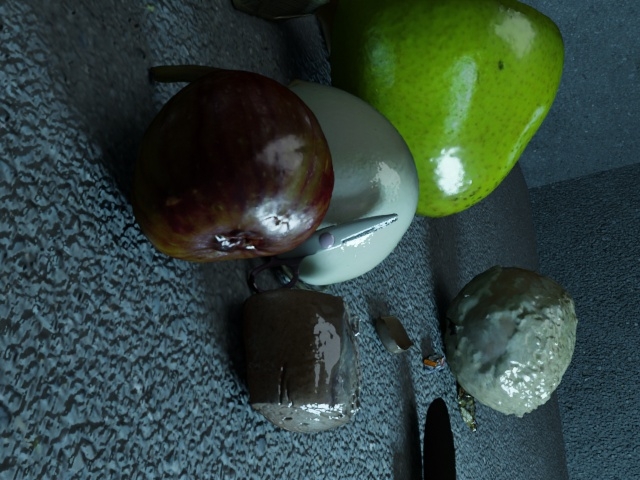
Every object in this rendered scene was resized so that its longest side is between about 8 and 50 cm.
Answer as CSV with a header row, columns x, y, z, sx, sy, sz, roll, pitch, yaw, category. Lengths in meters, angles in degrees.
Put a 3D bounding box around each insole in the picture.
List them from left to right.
x,y,z,sx,sy,sz,roll,pitch,yaw,category
0.183,0.401,1.100,0.111,0.007,0.328,123,-26,-58,insole

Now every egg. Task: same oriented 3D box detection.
x,y,z,sx,sy,sz,roll,pitch,yaw,category
0.040,-0.078,0.902,0.286,0.174,0.264,-61,137,-63,egg
0.381,0.193,1.448,0.279,0.279,0.310,48,52,-50,egg

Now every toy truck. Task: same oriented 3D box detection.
x,y,z,sx,sy,sz,roll,pitch,yaw,category
0.213,0.228,1.332,0.083,0.024,0.032,1,99,-65,toy truck

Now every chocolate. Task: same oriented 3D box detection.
x,y,z,sx,sy,sz,roll,pitch,yaw,category
0.112,0.149,1.128,0.064,0.031,0.101,62,16,11,chocolate

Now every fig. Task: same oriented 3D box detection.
x,y,z,sx,sy,sz,roll,pitch,yaw,category
-0.077,-0.088,0.624,0.175,0.175,0.207,41,41,-55,fig

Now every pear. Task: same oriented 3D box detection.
x,y,z,sx,sy,sz,roll,pitch,yaw,category
0.181,-0.189,1.034,0.342,0.238,0.318,8,101,-32,pear

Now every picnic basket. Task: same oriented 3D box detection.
x,y,z,sx,sy,sz,roll,pitch,yaw,category
-0.060,-0.357,0.940,0.164,0.079,0.115,-22,97,-68,picnic basket

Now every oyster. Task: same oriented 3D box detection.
x,y,z,sx,sy,sz,roll,pitch,yaw,category
0.309,0.332,1.492,0.086,0.029,0.132,20,56,-63,oyster

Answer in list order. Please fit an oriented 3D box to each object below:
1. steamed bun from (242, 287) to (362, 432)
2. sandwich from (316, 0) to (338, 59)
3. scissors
x,y,z,sx,sy,sz,roll,pitch,yaw,category
-0.008,0.128,0.757,0.175,0.106,0.145,33,48,-62,steamed bun
0.089,-0.291,1.233,0.155,0.227,0.198,-34,145,-68,sandwich
0.000,0.000,0.774,0.022,0.176,0.085,-120,-168,-81,scissors
